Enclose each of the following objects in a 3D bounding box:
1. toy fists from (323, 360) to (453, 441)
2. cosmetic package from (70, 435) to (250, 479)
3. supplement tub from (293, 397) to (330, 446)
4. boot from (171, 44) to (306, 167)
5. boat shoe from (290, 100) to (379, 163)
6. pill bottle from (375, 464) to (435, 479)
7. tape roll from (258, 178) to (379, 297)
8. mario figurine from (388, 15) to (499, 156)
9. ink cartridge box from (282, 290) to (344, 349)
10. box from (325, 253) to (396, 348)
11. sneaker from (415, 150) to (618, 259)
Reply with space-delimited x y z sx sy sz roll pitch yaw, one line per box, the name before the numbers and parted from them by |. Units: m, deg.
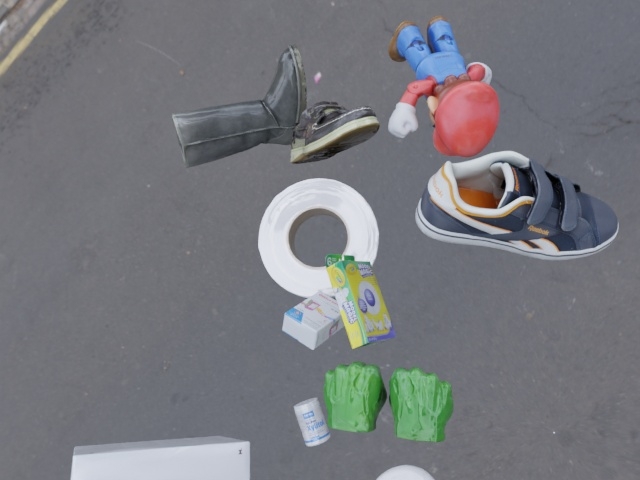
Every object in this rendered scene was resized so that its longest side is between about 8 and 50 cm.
toy fists | 0.141 0.333 1.098 0.279 0.096 0.142 1 87 21
cosmetic package | -0.389 0.533 1.229 0.284 0.377 0.097 141 129 -59
supplement tub | -0.022 0.478 1.353 0.071 0.071 0.107 -22 83 16
boot | -0.129 -0.208 0.812 0.208 0.190 0.076 -6 41 -11
boat shoe | 0.003 -0.105 0.478 0.056 0.152 0.049 -15 94 -24
pill bottle | 0.215 0.585 1.018 0.162 0.278 0.162 -26 30 17
tape roll | 0.000 0.000 1.228 0.286 0.100 0.286 -1 83 5
mario figurine | 0.227 -0.273 0.976 0.198 0.170 0.320 -30 52 25
ink cartridge box | -0.008 0.168 1.103 0.088 0.122 0.052 26 122 28
box | 0.073 0.104 0.953 0.043 0.105 0.179 -31 70 31
sneaker | 0.317 -0.053 0.781 0.321 0.127 0.126 3 54 -4
